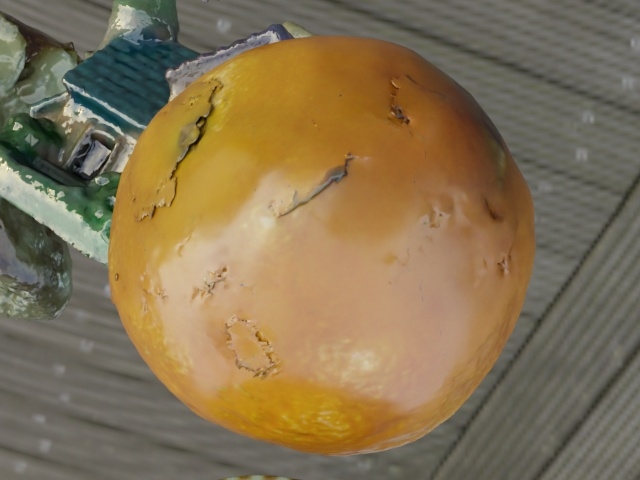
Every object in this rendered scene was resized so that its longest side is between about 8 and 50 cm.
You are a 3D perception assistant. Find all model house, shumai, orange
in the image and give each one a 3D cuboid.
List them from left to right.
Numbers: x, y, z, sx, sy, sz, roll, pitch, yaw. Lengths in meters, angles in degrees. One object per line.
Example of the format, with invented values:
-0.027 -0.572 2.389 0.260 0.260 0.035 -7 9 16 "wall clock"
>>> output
-0.420 -0.115 2.133 0.324 0.323 0.397 6 148 44 "shumai"
-0.125 -0.103 1.603 0.312 0.280 0.245 31 -179 24 "model house"
0.000 0.000 0.987 0.246 0.246 0.246 4 133 5 "orange"

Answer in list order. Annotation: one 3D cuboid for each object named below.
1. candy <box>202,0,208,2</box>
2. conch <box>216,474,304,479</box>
-0.076 -0.241 1.296 0.085 0.095 0.110 -35 138 -12 "candy"
-0.001 0.296 0.962 0.215 0.303 0.319 -26 121 30 "conch"
